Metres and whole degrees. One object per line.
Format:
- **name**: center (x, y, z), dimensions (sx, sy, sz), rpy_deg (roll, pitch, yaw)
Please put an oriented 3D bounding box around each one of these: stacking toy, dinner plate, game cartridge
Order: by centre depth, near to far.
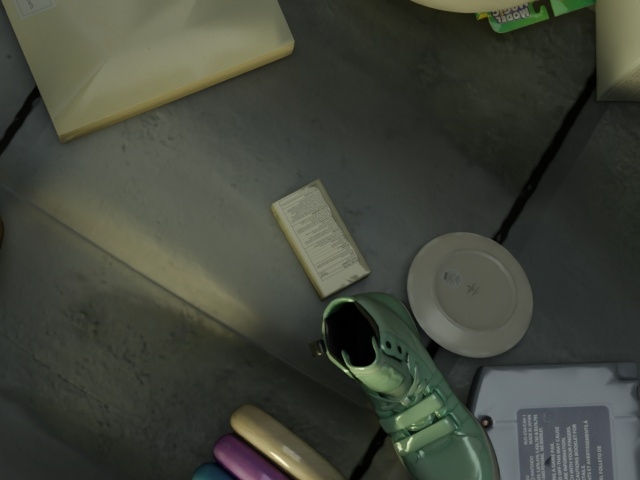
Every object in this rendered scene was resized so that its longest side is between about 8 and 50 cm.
- **stacking toy**: center (-0.121, 0.327, 1.599), dimensions (0.141, 0.141, 0.330), rpy_deg (38, 81, 2)
- **game cartridge**: center (0.239, 0.273, 1.678), dimensions (0.196, 0.060, 0.294), rpy_deg (0, 81, -8)
- **dinner plate**: center (0.159, 0.054, 1.703), dimensions (0.141, 0.017, 0.141), rpy_deg (6, 64, -13)

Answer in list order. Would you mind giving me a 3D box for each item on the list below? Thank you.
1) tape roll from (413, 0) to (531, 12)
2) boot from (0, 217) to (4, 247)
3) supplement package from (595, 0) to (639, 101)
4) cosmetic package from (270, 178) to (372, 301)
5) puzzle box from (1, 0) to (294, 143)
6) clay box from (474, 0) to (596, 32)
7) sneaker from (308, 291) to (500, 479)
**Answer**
- **tape roll**: center (0.169, -0.428, 1.669), dimensions (0.392, 0.072, 0.392), rpy_deg (-8, 75, 30)
- **boot**: center (-0.473, -0.024, 1.664), dimensions (0.305, 0.112, 0.115), rpy_deg (17, 50, 3)
- **supplement package**: center (0.379, -0.292, 1.700), dimensions (0.145, 0.204, 0.261), rpy_deg (2, 80, -5)
- **cosmetic package**: center (0.000, 0.000, 1.708), dimensions (0.060, 0.041, 0.115), rpy_deg (-27, 84, -8)
- **puzzle box**: center (-0.228, -0.338, 1.739), dimensions (0.272, 0.052, 0.408), rpy_deg (-22, 83, -7)
- **clay box**: center (0.204, -0.337, 1.771), dimensions (0.127, 0.053, 0.222), rpy_deg (-18, 84, -7)
- **sneaker**: center (0.079, 0.166, 1.613), dimensions (0.094, 0.151, 0.256), rpy_deg (-35, 72, 17)
